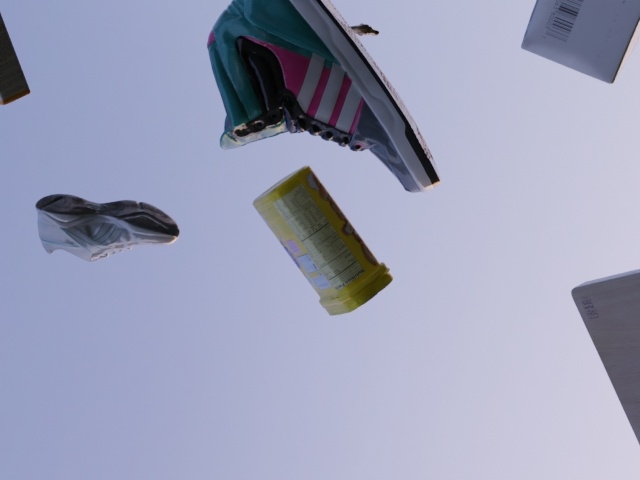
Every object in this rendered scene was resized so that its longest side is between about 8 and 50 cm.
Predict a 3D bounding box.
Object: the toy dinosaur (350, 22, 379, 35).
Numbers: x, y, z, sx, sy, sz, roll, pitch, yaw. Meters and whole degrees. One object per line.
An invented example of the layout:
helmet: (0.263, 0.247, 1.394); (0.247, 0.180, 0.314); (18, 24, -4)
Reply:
toy dinosaur: (-0.011, -0.275, 2.041); (0.183, 0.092, 0.053); (-28, -75, -15)

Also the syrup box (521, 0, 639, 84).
syrup box: (0.272, -0.236, 1.390); (0.237, 0.096, 0.093); (-49, -20, -61)

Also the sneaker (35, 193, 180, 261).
sneaker: (-0.224, -0.009, 1.526); (0.053, 0.152, 0.061); (-81, -2, -62)

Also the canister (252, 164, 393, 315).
canister: (0.000, 0.000, 1.726); (0.073, 0.126, 0.170); (-38, -85, -16)

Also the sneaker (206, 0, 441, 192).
sneaker: (-0.018, -0.134, 1.524); (0.295, 0.178, 0.124); (52, -169, -11)

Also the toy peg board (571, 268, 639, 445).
toy peg board: (0.282, 0.083, 1.043); (0.079, 0.161, 0.160); (-25, -89, -23)

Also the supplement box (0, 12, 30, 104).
supplement box: (-0.346, -0.194, 1.511); (0.036, 0.062, 0.098); (-31, -64, -30)
